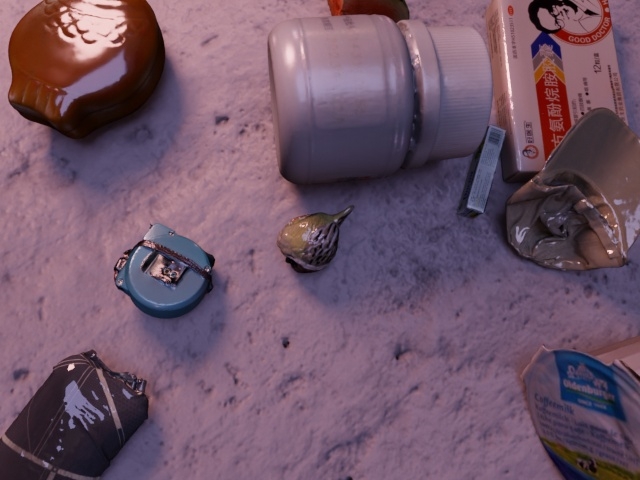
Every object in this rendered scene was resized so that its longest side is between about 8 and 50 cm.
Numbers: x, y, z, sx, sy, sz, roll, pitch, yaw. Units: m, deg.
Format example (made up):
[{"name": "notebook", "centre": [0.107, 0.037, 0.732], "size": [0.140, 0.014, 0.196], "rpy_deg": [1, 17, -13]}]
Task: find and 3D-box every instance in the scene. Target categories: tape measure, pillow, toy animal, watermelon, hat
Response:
[{"name": "tape measure", "centre": [-0.239, 0.054, 0.764], "size": [0.146, 0.081, 0.125], "rpy_deg": [28, 60, -2]}, {"name": "pillow", "centre": [-0.382, 0.323, 0.693], "size": [0.161, 0.092, 0.335], "rpy_deg": [32, 78, -2]}, {"name": "toy animal", "centre": [0.000, 0.000, 0.788], "size": [0.137, 0.098, 0.098], "rpy_deg": [-18, 80, 11]}, {"name": "watermelon", "centre": [0.088, -0.446, 0.885], "size": [0.145, 0.137, 0.193], "rpy_deg": [-11, 38, -6]}, {"name": "hat", "centre": [0.429, -0.076, 0.825], "size": [0.214, 0.149, 0.245], "rpy_deg": [41, 69, -9]}]

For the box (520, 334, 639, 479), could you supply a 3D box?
[{"name": "box", "centre": [0.477, 0.267, 0.715], "size": [0.206, 0.262, 0.291], "rpy_deg": [-16, 90, -18]}]

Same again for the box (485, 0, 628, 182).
[{"name": "box", "centre": [0.432, -0.282, 0.903], "size": [0.214, 0.069, 0.353], "rpy_deg": [0, 77, -5]}]

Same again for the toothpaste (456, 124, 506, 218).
[{"name": "toothpaste", "centre": [0.283, -0.121, 0.864], "size": [0.034, 0.046, 0.164], "rpy_deg": [20, 77, -3]}]

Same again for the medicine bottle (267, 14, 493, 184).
[{"name": "medicine bottle", "centre": [0.079, -0.217, 0.764], "size": [0.306, 0.245, 0.245], "rpy_deg": [-6, 79, -6]}]

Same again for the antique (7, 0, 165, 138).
[{"name": "antique", "centre": [-0.374, -0.297, 0.801], "size": [0.223, 0.129, 0.278], "rpy_deg": [19, 78, -1]}]
